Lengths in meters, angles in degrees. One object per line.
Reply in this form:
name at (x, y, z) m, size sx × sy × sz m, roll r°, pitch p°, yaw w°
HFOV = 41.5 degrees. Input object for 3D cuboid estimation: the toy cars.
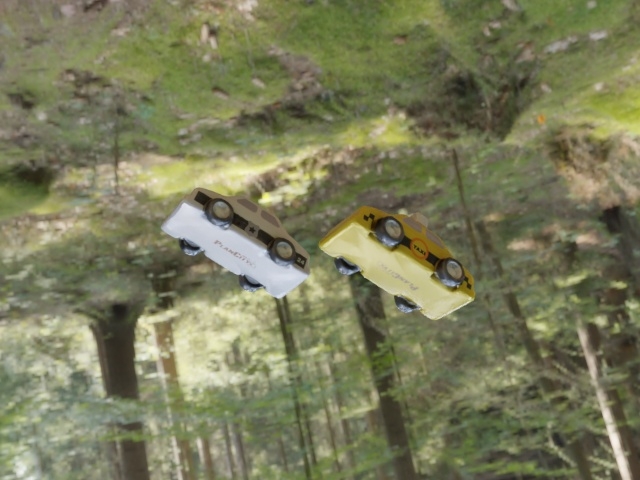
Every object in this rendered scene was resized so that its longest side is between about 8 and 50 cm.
toy cars at (0.000, 0.000, 1.053) m, size 0.393 × 0.087 × 0.176 m, roll 7°, pitch 141°, yaw 15°
